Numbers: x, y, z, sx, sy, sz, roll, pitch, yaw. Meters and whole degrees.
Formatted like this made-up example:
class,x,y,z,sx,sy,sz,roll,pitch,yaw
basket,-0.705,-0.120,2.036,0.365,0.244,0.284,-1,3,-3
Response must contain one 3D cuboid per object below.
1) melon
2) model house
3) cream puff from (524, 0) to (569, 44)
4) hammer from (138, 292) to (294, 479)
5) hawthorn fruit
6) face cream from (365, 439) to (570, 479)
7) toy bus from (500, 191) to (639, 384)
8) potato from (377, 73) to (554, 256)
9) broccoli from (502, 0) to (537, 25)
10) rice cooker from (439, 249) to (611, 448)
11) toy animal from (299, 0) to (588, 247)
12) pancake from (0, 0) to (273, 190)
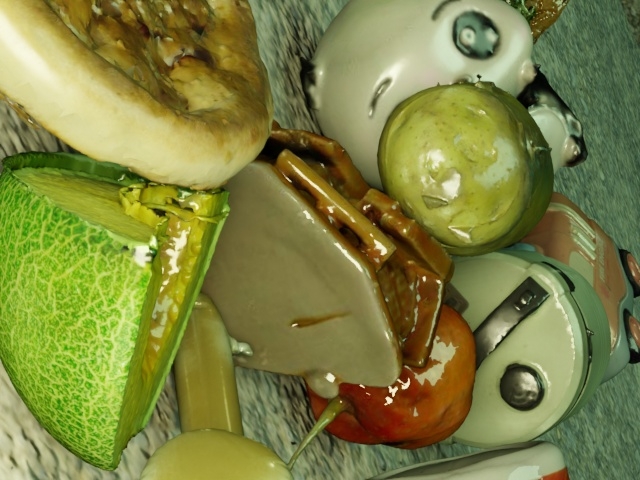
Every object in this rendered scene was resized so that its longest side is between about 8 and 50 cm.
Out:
class,x,y,z,sx,sy,sz,roll,pitch,yaw
melon,-0.151,0.040,0.903,0.265,0.129,0.169,-63,168,-81
model house,-0.001,0.001,1.204,0.229,0.199,0.219,-40,126,-62
cream puff,0.267,-0.386,2.175,0.169,0.183,0.183,41,34,-20
hammer,-0.075,0.153,1.029,0.305,0.113,0.202,-101,-172,-49
hawthorn fruit,0.023,0.143,1.287,0.285,0.165,0.165,-29,105,-43
face cream,0.146,0.296,1.338,0.201,0.201,0.187,2,75,-68
toy bus,0.299,0.062,1.898,0.232,0.194,0.287,55,29,-25
potato,0.142,-0.069,1.338,0.248,0.144,0.169,2,93,-63
broccoli,0.237,-0.440,1.947,0.321,0.283,0.303,59,10,-79
rice cooker,0.195,0.114,1.574,0.244,0.226,0.226,-9,84,-70
toy animal,0.119,-0.145,1.548,0.310,0.251,0.251,46,35,-42
pancake,-0.160,-0.204,0.973,0.382,0.071,0.382,43,26,-27
